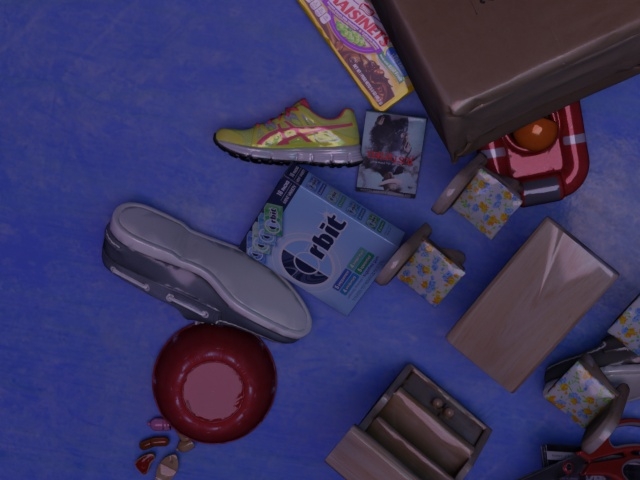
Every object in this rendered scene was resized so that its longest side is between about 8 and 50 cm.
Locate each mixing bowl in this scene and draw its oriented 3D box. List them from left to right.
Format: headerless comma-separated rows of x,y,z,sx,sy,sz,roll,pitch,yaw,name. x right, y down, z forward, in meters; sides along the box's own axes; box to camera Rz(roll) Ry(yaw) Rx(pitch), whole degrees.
-0.151,0.206,1.900,0.181,0.098,0.182,0,92,-2,mixing bowl

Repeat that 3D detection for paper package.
0.233,-0.318,1.713,0.309,0.168,0.325,-25,70,-1,paper package

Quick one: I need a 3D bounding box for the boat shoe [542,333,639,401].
0.456,0.158,1.888,0.305,0.109,0.091,-16,57,16,boat shoe

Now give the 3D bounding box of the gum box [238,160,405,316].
0.000,0.000,1.868,0.184,0.041,0.157,31,130,-3,gum box

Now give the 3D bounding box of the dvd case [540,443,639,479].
0.388,0.397,1.877,0.164,0.018,0.221,7,67,-25,dvd case

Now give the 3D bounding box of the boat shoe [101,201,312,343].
-0.163,0.063,1.900,0.319,0.116,0.099,30,126,-5,boat shoe

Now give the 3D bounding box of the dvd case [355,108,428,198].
0.098,-0.120,1.883,0.087,0.013,0.119,8,113,0,dvd case

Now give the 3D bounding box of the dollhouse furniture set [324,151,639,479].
0.213,0.160,1.753,0.362,0.256,0.394,39,115,5,dollhouse furniture set

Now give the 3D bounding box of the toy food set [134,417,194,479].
-0.228,0.297,1.967,0.078,0.019,0.122,36,98,-4,toy food set

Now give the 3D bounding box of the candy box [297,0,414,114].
0.063,-0.286,1.865,0.105,0.027,0.206,-36,96,4,candy box

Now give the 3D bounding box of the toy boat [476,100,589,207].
0.283,-0.156,1.814,0.151,0.151,0.231,-11,98,3,toy boat

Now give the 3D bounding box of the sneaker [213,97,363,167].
-0.044,-0.151,1.870,0.208,0.081,0.094,2,90,-4,sneaker

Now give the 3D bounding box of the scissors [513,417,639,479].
0.353,0.302,1.876,0.297,0.021,0.109,3,76,-24,scissors
